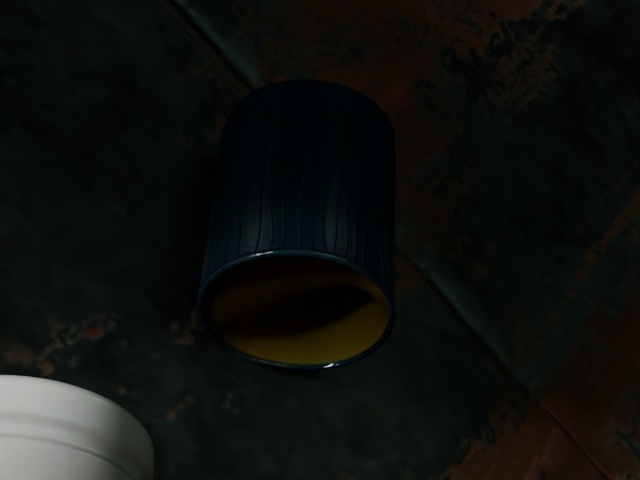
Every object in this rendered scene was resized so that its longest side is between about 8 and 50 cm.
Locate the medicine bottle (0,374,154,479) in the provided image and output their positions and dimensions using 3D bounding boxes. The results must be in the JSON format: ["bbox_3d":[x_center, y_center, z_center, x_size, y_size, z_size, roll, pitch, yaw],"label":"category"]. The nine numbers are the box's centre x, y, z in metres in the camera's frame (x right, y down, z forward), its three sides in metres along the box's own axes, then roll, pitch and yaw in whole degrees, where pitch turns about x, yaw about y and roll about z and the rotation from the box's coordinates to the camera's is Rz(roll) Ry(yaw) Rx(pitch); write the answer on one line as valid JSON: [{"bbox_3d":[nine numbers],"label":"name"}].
[{"bbox_3d":[-0.146,0.196,0.798,0.133,0.133,0.249,22,50,-28],"label":"medicine bottle"}]

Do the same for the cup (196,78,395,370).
[{"bbox_3d":[-0.011,-0.002,1.079,0.113,0.150,0.138,3,52,1],"label":"cup"}]
